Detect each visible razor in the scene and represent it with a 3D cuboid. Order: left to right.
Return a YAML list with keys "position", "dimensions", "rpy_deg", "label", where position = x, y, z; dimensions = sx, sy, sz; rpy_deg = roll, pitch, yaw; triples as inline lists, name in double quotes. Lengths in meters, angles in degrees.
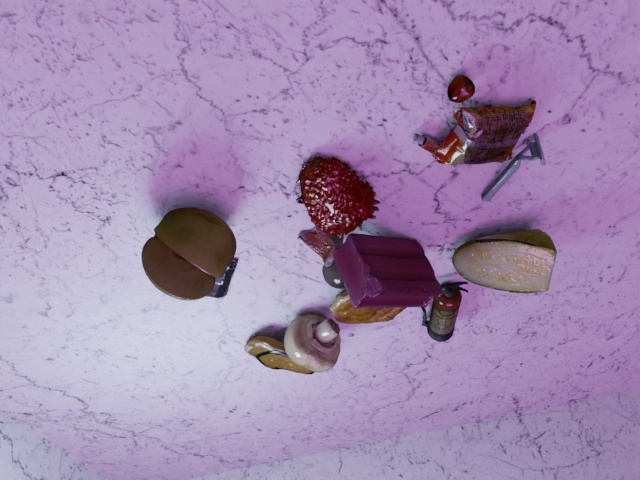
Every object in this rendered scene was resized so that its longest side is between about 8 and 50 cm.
- position: [0.607, -0.216, 1.783]
  dimensions: [0.056, 0.111, 0.278]
  rpy_deg: [15, 143, -20]
  label: "razor"

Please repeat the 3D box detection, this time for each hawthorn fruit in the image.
- position: [0.384, -0.413, 1.519]
  dimensions: [0.077, 0.077, 0.077]
  rpy_deg: [-5, 139, -4]
  label: "hawthorn fruit"

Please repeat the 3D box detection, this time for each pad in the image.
- position: [-0.412, 0.134, 2.046]
  dimensions: [0.174, 0.022, 0.233]
  rpy_deg: [9, 135, -18]
  label: "pad"

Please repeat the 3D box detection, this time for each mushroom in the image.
- position: [-0.010, 0.409, 2.274]
  dimensions: [0.234, 0.254, 0.260]
  rpy_deg: [-39, 173, 39]
  label: "mushroom"
- position: [0.094, 0.121, 2.061]
  dimensions: [0.188, 0.117, 0.141]
  rpy_deg: [-27, 125, 26]
  label: "mushroom"

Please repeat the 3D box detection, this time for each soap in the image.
- position: [0.235, 0.109, 1.903]
  dimensions: [0.359, 0.233, 0.128]
  rpy_deg: [6, 142, -41]
  label: "soap"

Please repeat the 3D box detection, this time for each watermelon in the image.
- position: [0.015, 0.001, 1.954]
  dimensions: [0.158, 0.121, 0.098]
  rpy_deg: [41, 112, 10]
  label: "watermelon"

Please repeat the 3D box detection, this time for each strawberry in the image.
- position: [0.037, -0.121, 1.747]
  dimensions: [0.233, 0.137, 0.306]
  rpy_deg: [-30, 136, 25]
  label: "strawberry"

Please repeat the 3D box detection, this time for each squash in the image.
- position: [0.657, 0.078, 2.030]
  dimensions: [0.309, 0.210, 0.233]
  rpy_deg: [-9, 128, -7]
  label: "squash"

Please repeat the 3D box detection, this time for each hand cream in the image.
- position: [0.364, -0.279, 1.703]
  dimensions: [0.216, 0.038, 0.052]
  rpy_deg: [18, 160, -33]
  label: "hand cream"

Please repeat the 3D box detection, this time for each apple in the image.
- position: [-0.413, 0.039, 1.740]
  dimensions: [0.254, 0.292, 0.292]
  rpy_deg: [36, 126, -11]
  label: "apple"

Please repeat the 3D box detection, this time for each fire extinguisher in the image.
- position: [0.489, 0.283, 2.304]
  dimensions: [0.200, 0.113, 0.376]
  rpy_deg: [-5, 139, -3]
  label: "fire extinguisher"

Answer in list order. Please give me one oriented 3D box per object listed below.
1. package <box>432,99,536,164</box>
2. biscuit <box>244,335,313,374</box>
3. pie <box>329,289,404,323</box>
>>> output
- position: [0.489, -0.303, 1.633]
  dimensions: [0.288, 0.108, 0.223]
  rpy_deg: [-4, 143, -15]
  label: "package"
- position: [-0.181, 0.519, 2.436]
  dimensions: [0.344, 0.057, 0.287]
  rpy_deg: [29, 147, -21]
  label: "biscuit"
- position: [0.198, 0.248, 2.214]
  dimensions: [0.339, 0.083, 0.339]
  rpy_deg: [-7, 149, -4]
  label: "pie"
